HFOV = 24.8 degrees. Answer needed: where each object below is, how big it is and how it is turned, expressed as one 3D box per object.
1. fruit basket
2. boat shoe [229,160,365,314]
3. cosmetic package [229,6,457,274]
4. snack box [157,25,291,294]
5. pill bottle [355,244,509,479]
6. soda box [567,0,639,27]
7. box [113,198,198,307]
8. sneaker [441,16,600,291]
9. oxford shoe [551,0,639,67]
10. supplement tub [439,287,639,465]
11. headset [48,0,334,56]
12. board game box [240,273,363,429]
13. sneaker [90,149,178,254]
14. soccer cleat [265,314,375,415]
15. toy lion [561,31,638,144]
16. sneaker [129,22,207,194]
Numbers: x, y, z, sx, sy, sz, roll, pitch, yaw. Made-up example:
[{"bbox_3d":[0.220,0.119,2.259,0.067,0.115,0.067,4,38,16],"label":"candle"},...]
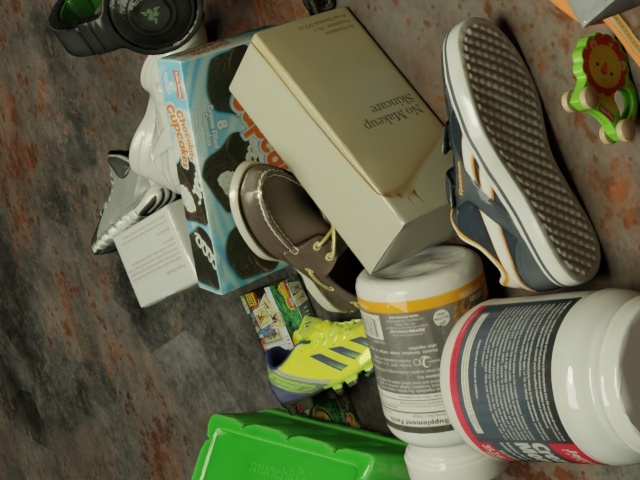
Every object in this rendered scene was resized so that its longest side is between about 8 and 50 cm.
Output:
[{"bbox_3d":[0.030,0.405,2.059,0.392,0.392,0.282,4,74,51],"label":"fruit basket"},{"bbox_3d":[0.000,0.000,1.846,0.097,0.116,0.324,6,153,35],"label":"boat shoe"},{"bbox_3d":[0.045,-0.127,1.784,0.309,0.160,0.113,51,141,18],"label":"cosmetic package"},{"bbox_3d":[-0.102,-0.110,1.954,0.060,0.187,0.321,13,119,48],"label":"snack box"},{"bbox_3d":[0.147,0.158,1.809,0.162,0.162,0.278,5,113,50],"label":"pill bottle"},{"bbox_3d":[0.315,-0.277,1.252,0.098,0.286,0.091,59,143,8],"label":"soda box"},{"bbox_3d":[-0.169,0.001,2.104,0.181,0.182,0.119,-25,87,54],"label":"box"},{"bbox_3d":[0.193,-0.086,1.647,0.127,0.126,0.321,-19,95,48],"label":"sneaker"},{"bbox_3d":[0.353,-0.227,1.373,0.364,0.130,0.132,40,130,31],"label":"oxford shoe"},{"bbox_3d":[0.282,0.151,1.608,0.272,0.191,0.191,-9,102,53],"label":"supplement tub"},{"bbox_3d":[-0.176,-0.329,1.921,0.394,0.243,0.185,-11,126,36],"label":"headset"},{"bbox_3d":[-0.028,0.185,2.156,0.136,0.030,0.259,-22,91,52],"label":"board game box"},{"bbox_3d":[-0.317,-0.075,2.345,0.229,0.086,0.132,-38,74,43],"label":"sneaker"},{"bbox_3d":[0.019,0.148,2.000,0.289,0.093,0.121,-33,79,45],"label":"soccer cleat"},{"bbox_3d":[0.297,-0.163,1.518,0.100,0.096,0.034,36,156,-29],"label":"toy lion"},{"bbox_3d":[-0.185,-0.188,2.108,0.152,0.114,0.305,34,139,18],"label":"sneaker"}]
